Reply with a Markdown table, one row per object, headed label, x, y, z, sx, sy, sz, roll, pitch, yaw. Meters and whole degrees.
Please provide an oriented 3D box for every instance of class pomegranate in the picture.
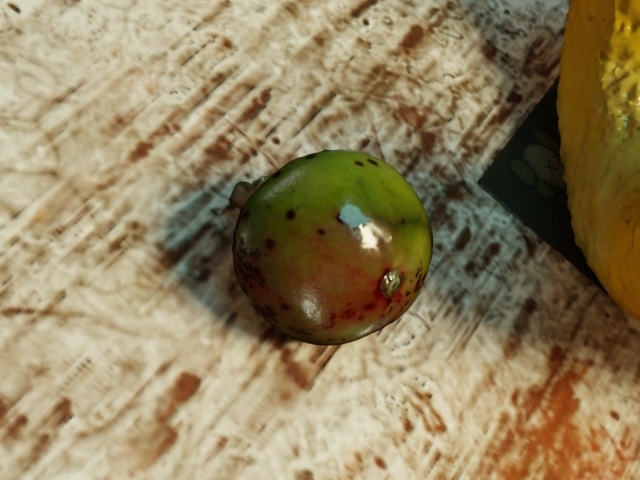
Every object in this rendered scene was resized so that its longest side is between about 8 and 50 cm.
| label | x | y | z | sx | sy | sz | roll | pitch | yaw |
| --- | --- | --- | --- | --- | --- | --- | --- | --- | --- |
| pomegranate | 0.004 | 0.005 | 0.714 | 0.130 | 0.130 | 0.130 | 13 | 56 | -20 |

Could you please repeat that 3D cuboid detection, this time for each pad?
| label | x | y | z | sx | sy | sz | roll | pitch | yaw |
| --- | --- | --- | --- | --- | --- | --- | --- | --- | --- |
| pad | 0.211 | -0.057 | 0.923 | 0.127 | 0.004 | 0.190 | 40 | 51 | 1 |

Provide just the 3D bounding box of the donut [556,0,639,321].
| label | x | y | z | sx | sy | sz | roll | pitch | yaw |
| --- | --- | --- | --- | --- | --- | --- | --- | --- | --- |
| donut | 0.266 | -0.105 | 0.759 | 0.164 | 0.377 | 0.435 | 6 | 62 | -8 |
